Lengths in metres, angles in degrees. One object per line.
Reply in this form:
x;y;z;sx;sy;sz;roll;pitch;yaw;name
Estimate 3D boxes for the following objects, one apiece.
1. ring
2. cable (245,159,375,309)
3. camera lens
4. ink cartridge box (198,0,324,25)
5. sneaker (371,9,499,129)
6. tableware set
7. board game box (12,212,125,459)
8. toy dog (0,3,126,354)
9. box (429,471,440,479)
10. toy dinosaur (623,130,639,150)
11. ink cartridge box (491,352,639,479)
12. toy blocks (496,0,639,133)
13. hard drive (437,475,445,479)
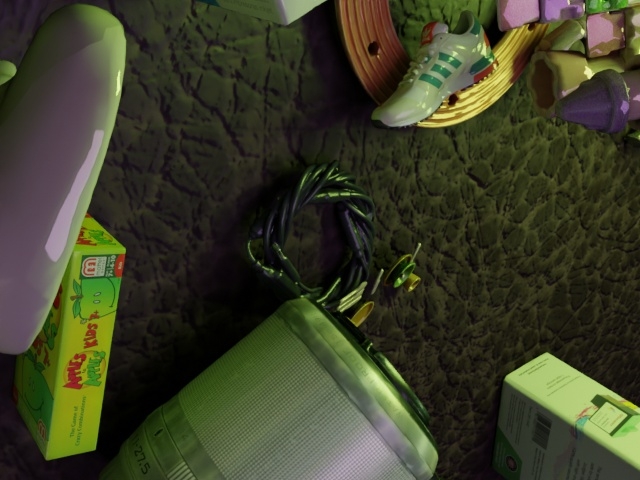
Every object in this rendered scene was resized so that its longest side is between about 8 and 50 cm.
0.142;-0.283;0.757;0.336;0.032;0.337;-20;125;-32;ring
0.000;0.000;0.782;0.150;0.047;0.184;-58;140;-11;cable
-0.042;0.208;0.713;0.274;0.219;0.219;-40;133;-7;camera lens
-0.044;-0.298;0.489;0.168;0.171;0.233;-38;131;-19;ink cartridge box
0.104;-0.171;0.732;0.161;0.057;0.075;-34;114;-20;sneaker
0.066;0.072;0.861;0.154;0.024;0.104;-33;154;-37;tableware set
-0.209;0.073;0.601;0.043;0.092;0.181;-2;113;-39;board game box
-0.356;-0.012;0.316;0.408;0.284;0.395;18;93;-34;toy dog
0.061;0.408;0.933;0.257;0.079;0.322;-35;104;-24;box
0.526;-0.224;1.080;0.160;0.121;0.313;-54;132;-21;toy dinosaur
0.415;0.338;1.144;0.117;0.278;0.201;-20;124;-31;ink cartridge box
0.225;-0.255;0.696;0.260;0.309;0.289;-11;110;-4;toy blocks
0.101;0.514;1.123;0.237;0.064;0.339;34;89;-45;hard drive
